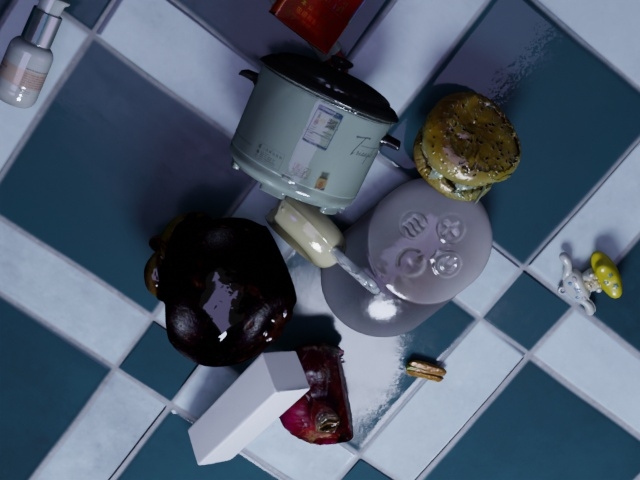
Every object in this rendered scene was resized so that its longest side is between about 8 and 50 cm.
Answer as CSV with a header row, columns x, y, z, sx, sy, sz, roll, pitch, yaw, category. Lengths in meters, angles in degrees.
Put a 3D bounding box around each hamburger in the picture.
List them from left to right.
x,y,z,sx,sy,sz,roll,pitch,yaw,category
0.252,-0.153,1.320,0.177,0.113,0.185,1,69,-23,hamburger

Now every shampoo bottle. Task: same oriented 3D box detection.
x,y,z,sx,sy,sz,roll,pitch,yaw,category
-0.476,-0.315,1.292,0.074,0.074,0.192,26,106,-9,shampoo bottle

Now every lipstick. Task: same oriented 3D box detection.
x,y,z,sx,sy,sz,roll,pitch,yaw,category
-0.013,-0.351,1.306,0.057,0.063,0.186,-21,117,38,lipstick

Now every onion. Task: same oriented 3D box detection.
x,y,z,sx,sy,sz,roll,pitch,yaw,category
-0.009,0.295,1.423,0.140,0.218,0.195,-2,107,0,onion

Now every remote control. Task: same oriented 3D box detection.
x,y,z,sx,sy,sz,roll,pitch,yaw,category
0.153,0.033,1.405,0.332,0.103,0.221,-40,95,12,remote control

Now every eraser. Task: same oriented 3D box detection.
x,y,z,sx,sy,sz,roll,pitch,yaw,category
-0.136,0.308,1.423,0.076,0.078,0.298,2,143,-40,eraser

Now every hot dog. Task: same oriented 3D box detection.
x,y,z,sx,sy,sz,roll,pitch,yaw,category
0.203,0.251,1.519,0.083,0.021,0.037,19,116,-8,hot dog

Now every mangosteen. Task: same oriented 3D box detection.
x,y,z,sx,sy,sz,roll,pitch,yaw,category
-0.173,0.069,1.343,0.233,0.287,0.287,-28,106,-3,mangosteen

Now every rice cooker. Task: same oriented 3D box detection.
x,y,z,sx,sy,sz,roll,pitch,yaw,category
-0.010,-0.187,1.260,0.280,0.241,0.227,26,106,2,rice cooker

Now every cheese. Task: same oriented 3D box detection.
x,y,z,sx,sy,sz,roll,pitch,yaw,category
0.006,0.009,1.338,0.249,0.163,0.071,43,82,8,cheese

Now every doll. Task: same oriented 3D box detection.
x,y,z,sx,sy,sz,roll,pitch,yaw,category
0.493,0.068,1.456,0.135,0.071,0.113,38,121,-6,doll

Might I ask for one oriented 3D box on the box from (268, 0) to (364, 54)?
x,y,z,sx,sy,sz,roll,pitch,yaw,category
0.015,-0.397,1.234,0.112,0.048,0.175,31,102,-25,box
